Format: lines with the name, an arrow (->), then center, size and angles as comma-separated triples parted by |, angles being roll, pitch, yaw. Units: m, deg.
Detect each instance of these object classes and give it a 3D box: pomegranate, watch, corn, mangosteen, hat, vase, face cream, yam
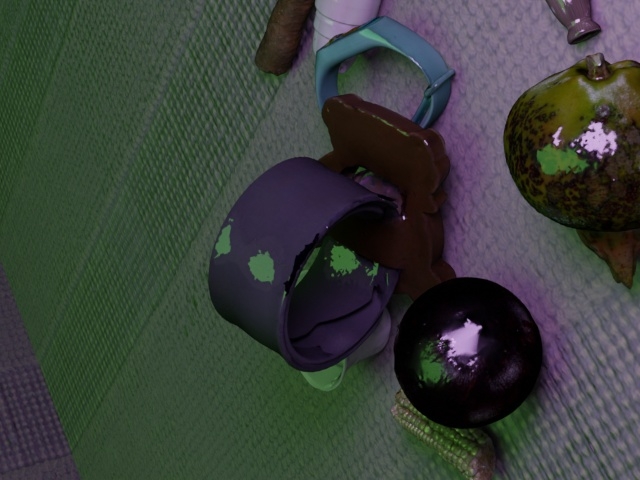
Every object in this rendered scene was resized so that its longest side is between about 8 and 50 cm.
pomegranate -> 0.346, -0.088, 1.390 | 0.204, 0.276, 0.222 | -52, 37, -1
watch -> 0.000, 0.000, 1.702 | 0.314, 0.327, 0.335 | 30, 135, 31
corn -> 0.194, 0.287, 1.797 | 0.211, 0.087, 0.087 | 33, 126, 44
mangosteen -> 0.204, 0.166, 1.660 | 0.250, 0.211, 0.211 | 78, 169, -70
hat -> 0.036, 0.139, 1.946 | 0.203, 0.126, 0.203 | 22, 117, 52
vase -> 0.311, -0.298, 1.473 | 0.053, 0.053, 0.100 | -33, 77, 55
watch -> 0.090, -0.230, 1.756 | 0.237, 0.068, 0.195 | -19, 105, 46
face cream -> 0.058, -0.423, 1.776 | 0.102, 0.102, 0.345 | 49, 136, 38
yam -> -0.049, -0.373, 1.939 | 0.066, 0.066, 0.299 | 66, 157, 19
